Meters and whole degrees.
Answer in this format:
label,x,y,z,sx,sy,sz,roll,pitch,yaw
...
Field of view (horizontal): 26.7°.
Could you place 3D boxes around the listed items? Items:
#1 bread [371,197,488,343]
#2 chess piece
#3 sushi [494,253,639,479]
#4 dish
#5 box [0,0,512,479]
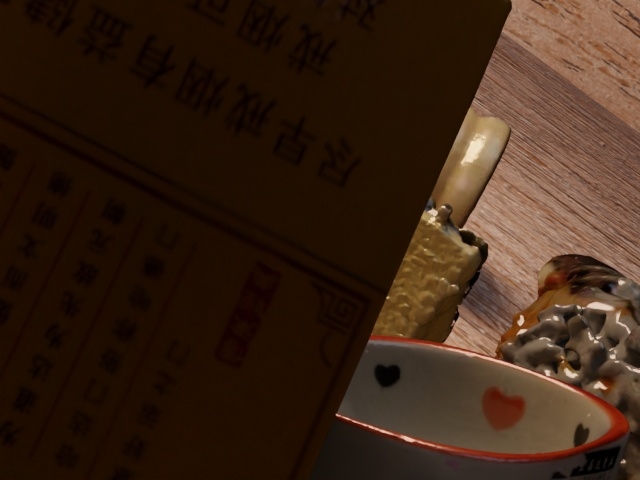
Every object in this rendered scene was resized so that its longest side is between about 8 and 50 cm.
label,x,y,z,sx,sy,sz,roll,pitch,yaw
bread,0.000,0.000,1.173,0.266,0.142,0.178,42,-18,17
chess piece,0.033,-0.119,1.425,0.299,0.167,0.167,29,22,0
sushi,0.319,0.191,1.184,0.417,0.176,0.417,38,18,-15
dish,0.070,0.152,0.898,0.256,0.117,0.256,10,11,-2
box,-0.120,0.025,0.567,0.264,0.415,0.116,27,-9,-22
